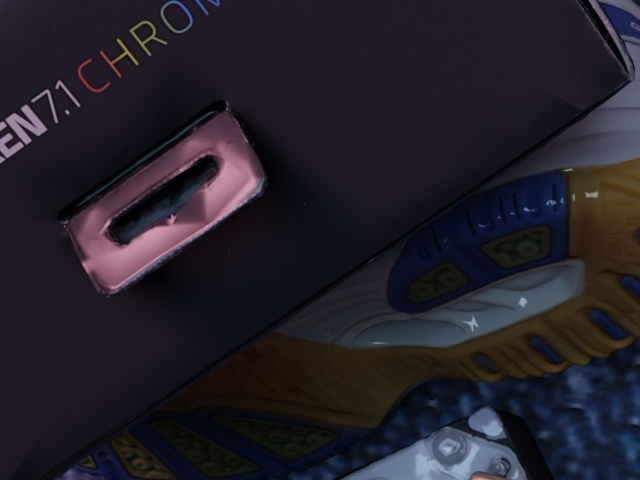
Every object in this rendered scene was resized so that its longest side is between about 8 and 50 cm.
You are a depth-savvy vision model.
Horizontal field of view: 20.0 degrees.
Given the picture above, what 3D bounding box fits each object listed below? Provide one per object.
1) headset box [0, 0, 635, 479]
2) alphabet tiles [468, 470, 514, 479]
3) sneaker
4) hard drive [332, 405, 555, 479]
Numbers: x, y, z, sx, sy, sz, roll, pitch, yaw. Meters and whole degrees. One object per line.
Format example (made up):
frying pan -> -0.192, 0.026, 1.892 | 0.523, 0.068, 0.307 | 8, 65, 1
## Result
headset box -> -0.060, -0.071, 0.587 | 0.246, 0.283, 0.131 | -35, 114, 8
alphabet tiles -> 0.156, 0.220, 0.563 | 0.285, 0.011, 0.342 | 14, 87, 14
sneaker -> 0.000, 0.000, 0.674 | 0.296, 0.112, 0.131 | -17, 48, 22
hard drive -> -0.030, 0.237, 0.653 | 0.339, 0.064, 0.237 | -27, 74, 11
